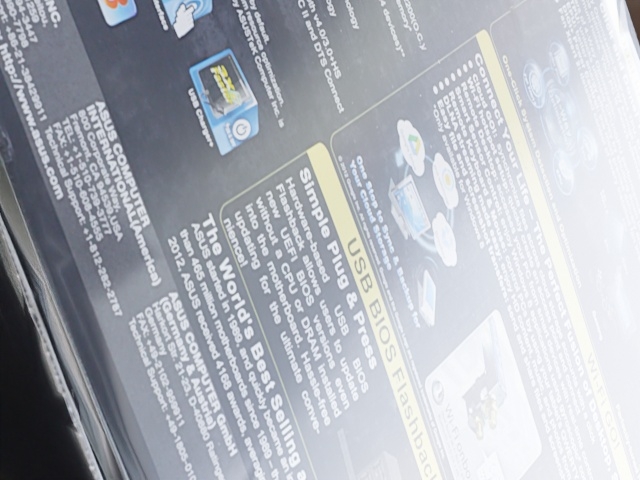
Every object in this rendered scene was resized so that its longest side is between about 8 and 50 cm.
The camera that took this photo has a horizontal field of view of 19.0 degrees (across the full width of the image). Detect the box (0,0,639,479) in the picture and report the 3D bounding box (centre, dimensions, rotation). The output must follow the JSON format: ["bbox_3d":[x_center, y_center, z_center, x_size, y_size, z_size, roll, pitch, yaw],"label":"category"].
[{"bbox_3d":[0.000,0.000,0.506,0.097,0.395,0.318,-11,-164,34],"label":"box"}]
